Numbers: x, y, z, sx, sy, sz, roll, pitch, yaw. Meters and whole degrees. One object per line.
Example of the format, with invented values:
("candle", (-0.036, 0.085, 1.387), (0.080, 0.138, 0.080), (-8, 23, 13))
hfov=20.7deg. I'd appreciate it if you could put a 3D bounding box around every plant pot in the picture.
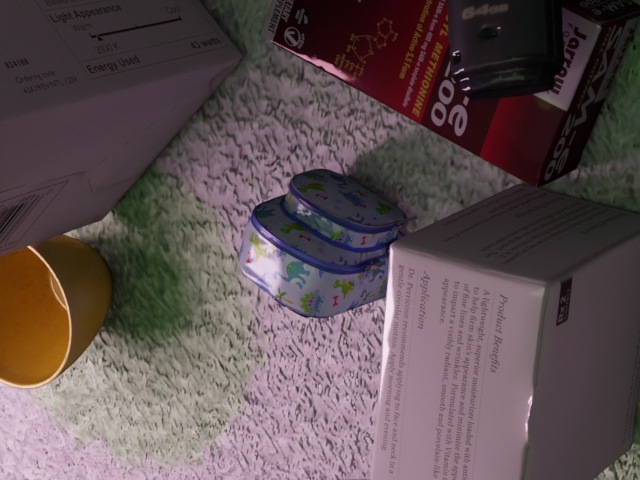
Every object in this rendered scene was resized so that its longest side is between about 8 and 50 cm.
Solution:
("plant pot", (-0.229, 0.046, 1.464), (0.134, 0.095, 0.134), (11, 110, 31))

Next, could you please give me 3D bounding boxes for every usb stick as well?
("usb stick", (0.113, -0.230, 1.126), (0.077, 0.045, 0.278), (-6, 79, 21))

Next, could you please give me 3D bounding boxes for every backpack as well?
("backpack", (0.000, 0.000, 1.288), (0.105, 0.114, 0.084), (32, 120, 22))

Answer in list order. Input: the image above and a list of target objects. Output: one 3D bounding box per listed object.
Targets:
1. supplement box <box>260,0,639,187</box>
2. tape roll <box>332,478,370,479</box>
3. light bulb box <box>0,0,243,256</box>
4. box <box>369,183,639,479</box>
("supplement box", (0.086, -0.151, 1.211), (0.239, 0.073, 0.130), (30, 119, 21))
("tape roll", (0.050, 0.384, 1.402), (0.392, 0.072, 0.392), (10, 109, 31))
("light bulb box", (-0.317, -0.177, 1.292), (0.361, 0.358, 0.225), (52, 124, 10))
("box", (0.133, 0.075, 1.183), (0.119, 0.182, 0.181), (17, 113, 31))
